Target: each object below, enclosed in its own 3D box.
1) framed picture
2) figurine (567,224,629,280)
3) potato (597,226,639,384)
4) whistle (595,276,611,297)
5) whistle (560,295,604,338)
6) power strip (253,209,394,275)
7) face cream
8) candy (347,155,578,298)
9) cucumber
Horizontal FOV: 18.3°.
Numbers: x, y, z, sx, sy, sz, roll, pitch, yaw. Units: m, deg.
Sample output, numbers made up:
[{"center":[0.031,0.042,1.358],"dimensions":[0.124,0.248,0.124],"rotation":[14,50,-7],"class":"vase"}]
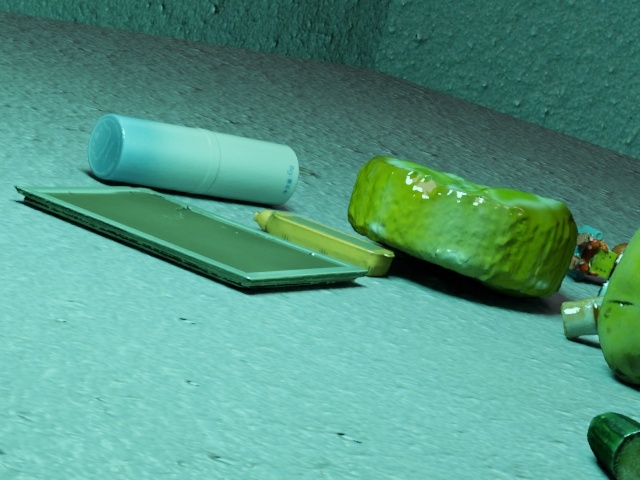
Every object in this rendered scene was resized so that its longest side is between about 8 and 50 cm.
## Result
[{"center":[-0.129,-0.004,1.998],"dimensions":[0.293,0.018,0.231],"rotation":[21,12,29],"class":"framed picture"},{"center":[0.361,0.027,2.445],"dimensions":[0.140,0.068,0.075],"rotation":[18,5,-22],"class":"figurine"},{"center":[0.358,0.057,1.919],"dimensions":[0.155,0.200,0.137],"rotation":[26,-16,-2],"class":"potato"},{"center":[0.414,0.110,2.071],"dimensions":[0.062,0.062,0.312],"rotation":[7,13,-40],"class":"whistle"},{"center":[0.355,0.066,2.026],"dimensions":[0.220,0.107,0.057],"rotation":[-11,-2,14],"class":"whistle"},{"center":[0.000,0.000,2.137],"dimensions":[0.178,0.028,0.049],"rotation":[21,12,29],"class":"power strip"},{"center":[-0.144,-0.091,2.279],"dimensions":[0.250,0.077,0.077],"rotation":[9,12,-40],"class":"face cream"},{"center":[0.156,-0.019,2.193],"dimensions":[0.260,0.118,0.260],"rotation":[20,2,-1],"class":"candy"},{"center":[0.236,0.162,1.556],"dimensions":[0.048,0.048,0.105],"rotation":[13,7,-13],"class":"cucumber"}]
